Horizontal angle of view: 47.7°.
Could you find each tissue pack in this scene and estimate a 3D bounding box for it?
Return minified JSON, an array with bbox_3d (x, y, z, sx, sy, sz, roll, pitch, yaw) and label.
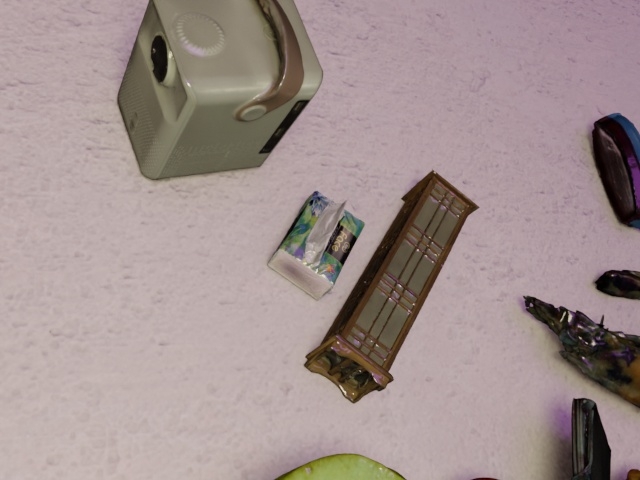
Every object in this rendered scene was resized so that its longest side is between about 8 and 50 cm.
[{"bbox_3d":[0.000,0.000,0.927,0.085,0.079,0.111,34,55,-6],"label":"tissue pack"}]

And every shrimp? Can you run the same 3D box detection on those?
[{"bbox_3d":[0.488,0.140,1.108,0.445,0.085,0.272,21,52,-19],"label":"shrimp"}]

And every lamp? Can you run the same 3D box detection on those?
[{"bbox_3d":[0.100,0.051,0.947,0.090,0.089,0.325,39,55,-6],"label":"lamp"}]

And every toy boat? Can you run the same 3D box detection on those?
[{"bbox_3d":[0.546,-0.126,1.259,0.097,0.100,0.223,-4,69,-19],"label":"toy boat"}]

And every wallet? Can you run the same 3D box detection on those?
[{"bbox_3d":[0.320,0.359,0.864,0.172,0.045,0.318,61,35,-44],"label":"wallet"}]

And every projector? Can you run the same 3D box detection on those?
[{"bbox_3d":[-0.124,-0.192,0.865,0.177,0.242,0.163,-12,73,-33],"label":"projector"}]

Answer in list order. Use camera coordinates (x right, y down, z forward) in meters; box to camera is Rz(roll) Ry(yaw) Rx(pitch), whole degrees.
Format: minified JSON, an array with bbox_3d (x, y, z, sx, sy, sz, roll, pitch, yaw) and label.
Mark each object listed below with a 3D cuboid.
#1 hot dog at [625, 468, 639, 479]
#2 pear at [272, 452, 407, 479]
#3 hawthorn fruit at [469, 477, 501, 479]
[{"bbox_3d":[0.476,0.402,0.946,0.259,0.114,0.175,31,60,-7],"label":"hot dog"},{"bbox_3d":[0.002,0.333,0.710,0.292,0.159,0.292,13,61,-25],"label":"pear"},{"bbox_3d":[0.190,0.337,0.816,0.172,0.148,0.148,46,53,10],"label":"hawthorn fruit"}]
